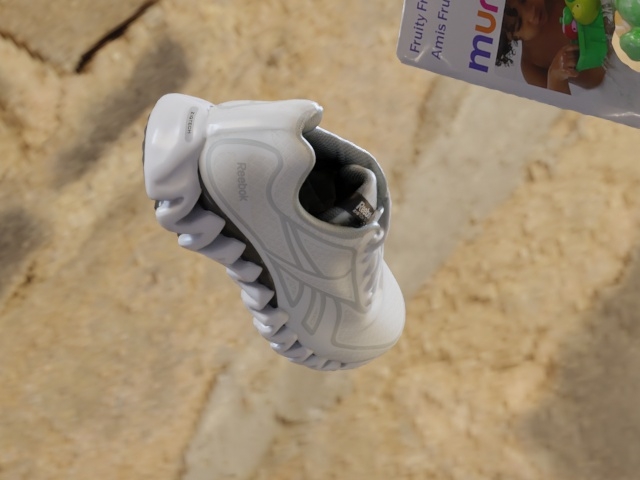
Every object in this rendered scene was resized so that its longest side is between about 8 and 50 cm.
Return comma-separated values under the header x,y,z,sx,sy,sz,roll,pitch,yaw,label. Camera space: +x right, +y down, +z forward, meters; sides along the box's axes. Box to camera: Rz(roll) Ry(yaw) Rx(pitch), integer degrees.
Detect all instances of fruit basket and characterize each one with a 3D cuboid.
x,y,z,sx,sy,sz,roll,pitch,yaw,label
0.232,-0.235,1.237,0.353,0.165,0.327,14,-96,-31,fruit basket

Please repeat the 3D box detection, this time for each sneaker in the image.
x,y,z,sx,sy,sz,roll,pitch,yaw,label
0.000,0.000,1.229,0.292,0.118,0.110,46,-140,-52,sneaker
